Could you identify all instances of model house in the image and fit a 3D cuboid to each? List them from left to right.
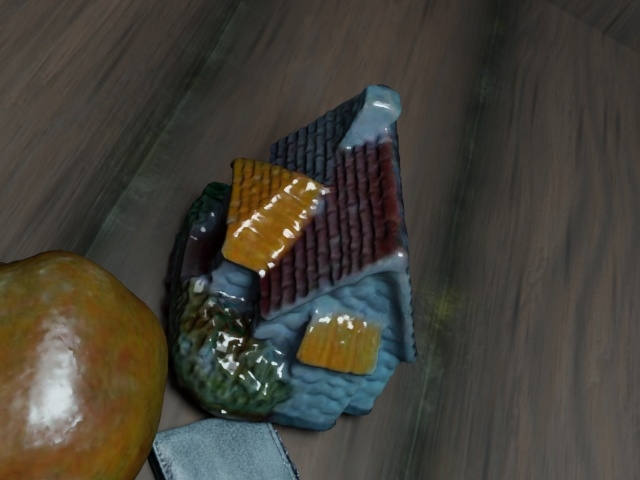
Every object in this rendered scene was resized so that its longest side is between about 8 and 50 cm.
[{"bbox_3d":[0.000,0.000,1.067,0.297,0.339,0.360,19,43,-17],"label":"model house"}]

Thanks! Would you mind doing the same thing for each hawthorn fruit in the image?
[{"bbox_3d":[-0.285,0.165,0.845,0.267,0.268,0.301,11,52,-22],"label":"hawthorn fruit"}]

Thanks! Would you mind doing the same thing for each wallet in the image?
[{"bbox_3d":[-0.096,0.306,1.001,0.167,0.036,0.222,-11,59,-34],"label":"wallet"}]
